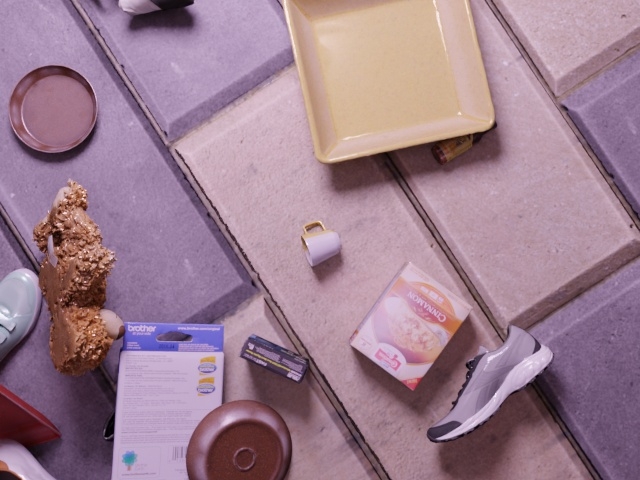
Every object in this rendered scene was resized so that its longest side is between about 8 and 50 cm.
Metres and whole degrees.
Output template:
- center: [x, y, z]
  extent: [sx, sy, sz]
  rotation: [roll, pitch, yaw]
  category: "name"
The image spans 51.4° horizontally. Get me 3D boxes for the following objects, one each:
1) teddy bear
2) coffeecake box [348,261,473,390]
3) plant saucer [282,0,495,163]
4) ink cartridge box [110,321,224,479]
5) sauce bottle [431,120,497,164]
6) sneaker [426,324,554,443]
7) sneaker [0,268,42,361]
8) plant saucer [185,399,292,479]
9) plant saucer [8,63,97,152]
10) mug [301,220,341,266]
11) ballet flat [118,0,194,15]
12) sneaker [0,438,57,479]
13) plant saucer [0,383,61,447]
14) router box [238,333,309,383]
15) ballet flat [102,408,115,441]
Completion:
- center: [-0.415, 0.062, 1.156]
  extent: [0.245, 0.113, 0.338]
  rotation: [-55, 50, 31]
  category: "teddy bear"
- center: [0.163, 0.154, 1.222]
  extent: [0.142, 0.068, 0.185]
  rotation: [36, 89, 1]
  category: "coffeecake box"
- center: [0.122, -0.328, 1.237]
  extent: [0.333, 0.081, 0.332]
  rotation: [-12, 88, 0]
  category: "plant saucer"
- center: [-0.274, 0.301, 1.200]
  extent: [0.186, 0.065, 0.310]
  rotation: [4, 90, -17]
  category: "ink cartridge box"
- center: [0.271, -0.191, 1.250]
  extent: [0.128, 0.042, 0.042]
  rotation: [-34, 88, -3]
  category: "sauce bottle"
- center: [0.293, 0.265, 1.212]
  extent: [0.271, 0.100, 0.108]
  rotation: [-41, 74, -5]
  category: "sneaker"
- center: [-0.600, 0.166, 1.183]
  extent: [0.094, 0.151, 0.255]
  rotation: [30, 87, 3]
  category: "sneaker"
- center: [-0.140, 0.389, 1.195]
  extent: [0.199, 0.036, 0.198]
  rotation: [0, 90, -21]
  category: "plant saucer"
- center: [-0.502, -0.248, 1.261]
  extent: [0.169, 0.029, 0.168]
  rotation: [0, 89, 0]
  category: "plant saucer"
- center: [0.001, 0.002, 1.235]
  extent: [0.064, 0.062, 0.078]
  rotation: [-20, 94, -8]
  category: "mug"
- center: [-0.364, -0.482, 1.245]
  extent: [0.281, 0.095, 0.096]
  rotation: [32, 98, 12]
  category: "ballet flat"
- center: [-0.490, 0.483, 1.167]
  extent: [0.106, 0.123, 0.290]
  rotation: [-45, 103, 3]
  category: "sneaker"
- center: [-0.629, 0.315, 1.153]
  extent: [0.259, 0.259, 0.047]
  rotation: [-17, 55, -1]
  category: "plant saucer"
- center: [-0.082, 0.213, 1.208]
  extent: [0.123, 0.092, 0.038]
  rotation: [24, 88, 1]
  category: "router box"
- center: [-0.340, 0.296, 1.226]
  extent: [0.058, 0.049, 0.173]
  rotation: [30, 86, 3]
  category: "ballet flat"
